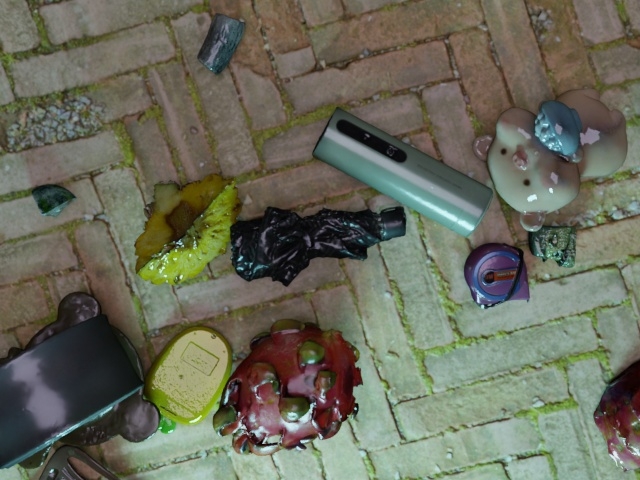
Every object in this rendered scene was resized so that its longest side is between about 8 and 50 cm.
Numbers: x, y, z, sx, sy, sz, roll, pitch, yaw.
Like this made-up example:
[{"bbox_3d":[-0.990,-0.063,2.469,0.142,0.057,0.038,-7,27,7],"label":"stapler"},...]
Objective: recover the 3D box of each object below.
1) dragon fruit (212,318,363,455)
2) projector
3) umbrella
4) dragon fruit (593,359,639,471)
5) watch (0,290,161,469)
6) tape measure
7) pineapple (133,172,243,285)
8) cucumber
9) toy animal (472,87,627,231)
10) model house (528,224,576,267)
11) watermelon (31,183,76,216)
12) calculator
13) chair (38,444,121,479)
[{"bbox_3d":[-0.062,0.287,1.665,0.243,0.227,0.307,25,102,33],"label":"dragon fruit"},{"bbox_3d":[0.153,-0.127,1.690,0.337,0.108,0.108,28,95,-2],"label":"projector"},{"bbox_3d":[-0.001,0.012,1.696,0.336,0.128,0.155,0,117,-11],"label":"umbrella"},{"bbox_3d":[0.624,0.309,1.698,0.126,0.161,0.274,37,96,-5],"label":"dragon fruit"},{"bbox_3d":[-0.486,0.280,1.608,0.335,0.327,0.314,-30,87,5],"label":"watch"},{"bbox_3d":[0.334,0.067,1.723,0.118,0.074,0.125,-6,100,-5],"label":"tape measure"},{"bbox_3d":[-0.262,-0.024,1.718,0.164,0.140,0.250,30,77,38],"label":"pineapple"},{"bbox_3d":[-0.188,-0.368,1.696,0.064,0.064,0.112,25,97,-2],"label":"cucumber"},{"bbox_3d":[0.428,-0.169,1.653,0.221,0.230,0.210,-16,62,-37],"label":"toy animal"},{"bbox_3d":[0.439,0.010,1.720,0.083,0.066,0.079,3,94,1],"label":"model house"},{"bbox_3d":[-0.520,-0.072,1.737,0.085,0.085,0.061,4,125,0],"label":"watermelon"},{"bbox_3d":[-0.264,0.276,1.765,0.146,0.032,0.235,31,94,-2],"label":"calculator"},{"bbox_3d":[-0.406,0.542,1.717,0.326,0.183,0.176,28,94,-3],"label":"chair"}]
